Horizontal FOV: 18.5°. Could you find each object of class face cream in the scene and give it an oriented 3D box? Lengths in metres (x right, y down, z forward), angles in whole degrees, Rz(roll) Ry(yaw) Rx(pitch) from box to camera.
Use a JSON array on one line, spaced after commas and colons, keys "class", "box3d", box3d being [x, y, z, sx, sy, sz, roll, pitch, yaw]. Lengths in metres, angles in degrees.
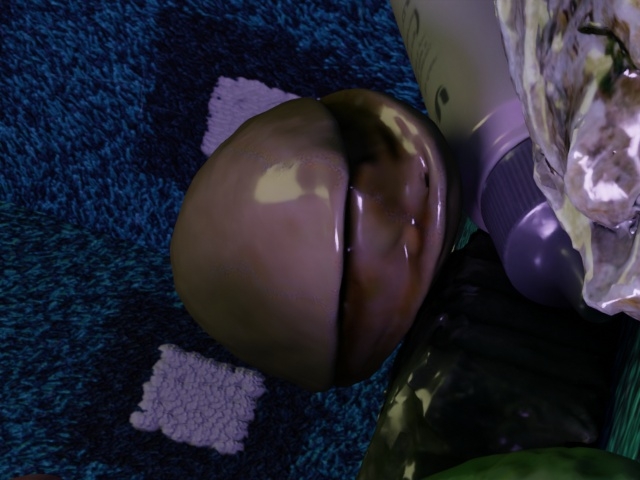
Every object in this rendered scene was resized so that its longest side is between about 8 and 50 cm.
[{"class": "face cream", "box3d": [0.098, -0.066, 0.954, 0.311, 0.092, 0.092, -105, 27, -52]}]

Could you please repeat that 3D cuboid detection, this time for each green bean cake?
[{"class": "green bean cake", "box3d": [0.069, 0.103, 0.936, 0.173, 0.094, 0.181, -68, -3, -60]}]

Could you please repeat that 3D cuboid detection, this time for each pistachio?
[{"class": "pistachio", "box3d": [0.000, 0.000, 0.930, 0.226, 0.136, 0.136, 139, 152, -69]}]

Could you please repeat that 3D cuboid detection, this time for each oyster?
[{"class": "oyster", "box3d": [0.138, -0.122, 0.668, 0.268, 0.112, 0.198, -64, 23, 22]}]

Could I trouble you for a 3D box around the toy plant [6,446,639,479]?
[{"class": "toy plant", "box3d": [-0.069, 0.179, 0.697, 0.317, 0.356, 0.211, 96, 167, -70]}]
